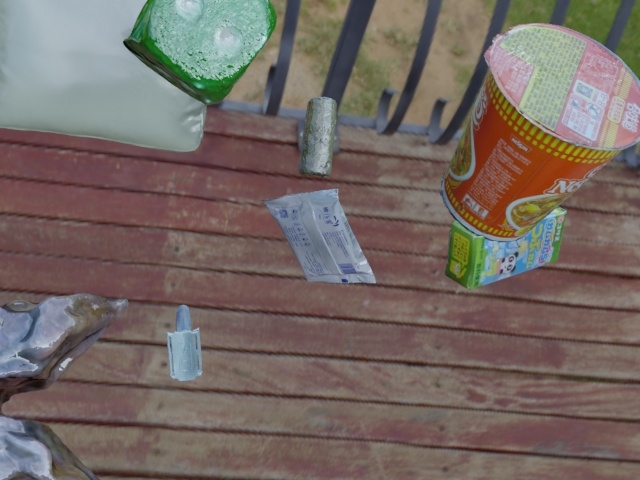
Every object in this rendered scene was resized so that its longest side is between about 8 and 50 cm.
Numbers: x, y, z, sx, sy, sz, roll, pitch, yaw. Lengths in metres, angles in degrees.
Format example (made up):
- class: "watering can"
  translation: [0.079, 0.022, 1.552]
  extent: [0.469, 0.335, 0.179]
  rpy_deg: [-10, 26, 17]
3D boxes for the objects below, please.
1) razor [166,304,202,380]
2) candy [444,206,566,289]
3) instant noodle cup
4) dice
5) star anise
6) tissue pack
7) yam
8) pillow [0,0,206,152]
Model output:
- class: "razor"
  translation: [-0.173, 0.116, 1.081]
  extent: [0.040, 0.068, 0.135]
  rpy_deg: [-3, 22, -8]
- class: "candy"
  translation: [0.290, 0.002, 1.325]
  extent: [0.195, 0.097, 0.062]
  rpy_deg: [-15, 32, -29]
- class: "instant noodle cup"
  translation: [0.235, -0.109, 0.976]
  extent: [0.193, 0.212, 0.193]
  rpy_deg: [10, 53, -13]
- class: "dice"
  translation: [-0.128, -0.228, 0.910]
  extent: [0.120, 0.128, 0.131]
  rpy_deg: [36, 86, -20]
- class: "star anise"
  translation: [-0.216, 0.072, 0.387]
  extent: [0.262, 0.081, 0.230]
  rpy_deg: [15, 78, 3]
- class: "tissue pack"
  translation: [0.000, 0.000, 1.292]
  extent: [0.123, 0.193, 0.026]
  rpy_deg: [-2, 45, 26]
- class: "yam"
  translation: [-0.006, -0.232, 1.922]
  extent: [0.078, 0.078, 0.179]
  rpy_deg: [5, 91, -11]
- class: "pillow"
  translation: [-0.322, -0.270, 1.258]
  extent: [0.322, 0.120, 0.255]
  rpy_deg: [5, 106, -17]
